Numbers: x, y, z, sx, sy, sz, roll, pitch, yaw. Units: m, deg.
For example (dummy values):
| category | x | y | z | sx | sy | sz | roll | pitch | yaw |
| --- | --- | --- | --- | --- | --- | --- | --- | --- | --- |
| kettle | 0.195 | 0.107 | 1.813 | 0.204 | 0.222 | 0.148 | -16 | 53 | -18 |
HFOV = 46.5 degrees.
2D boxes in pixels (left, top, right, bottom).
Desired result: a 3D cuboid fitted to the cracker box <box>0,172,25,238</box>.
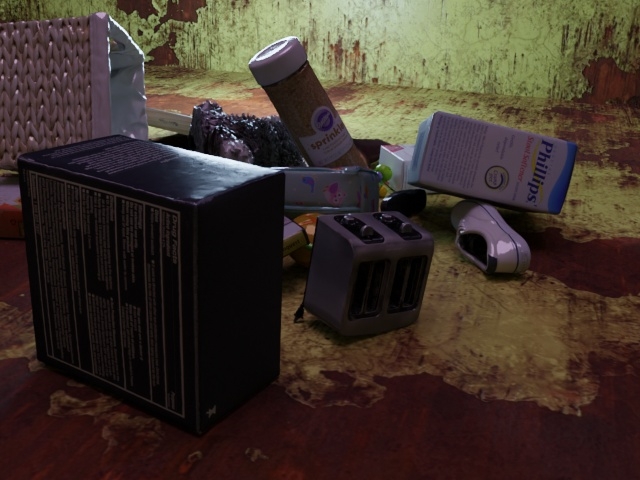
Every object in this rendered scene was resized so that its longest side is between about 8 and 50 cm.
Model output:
| category | x | y | z | sx | sy | sz | roll | pitch | yaw |
| --- | --- | --- | --- | --- | --- | --- | --- | --- | --- |
| cracker box | -0.617 | -0.074 | 1.530 | 0.156 | 0.067 | 0.232 | 3 | 22 | 2 |

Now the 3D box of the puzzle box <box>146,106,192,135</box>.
| category | x | y | z | sx | sy | sz | roll | pitch | yaw |
| --- | --- | --- | --- | --- | --- | --- | --- | --- | --- |
| puzzle box | -0.340 | -0.316 | 2.093 | 0.409 | 0.052 | 0.272 | 17 | 9 | 34 |

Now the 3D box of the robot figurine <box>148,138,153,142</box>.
| category | x | y | z | sx | sy | sz | roll | pitch | yaw |
| --- | --- | --- | --- | --- | --- | --- | --- | --- | --- |
| robot figurine | -0.547 | -0.252 | 1.971 | 0.211 | 0.084 | 0.291 | -2 | 21 | -10 |

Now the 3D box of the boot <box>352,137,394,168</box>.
| category | x | y | z | sx | sy | sz | roll | pitch | yaw |
| --- | --- | --- | --- | --- | --- | --- | --- | --- | --- |
| boot | 0.124 | -0.234 | 1.973 | 0.207 | 0.090 | 0.248 | -11 | 21 | -25 |

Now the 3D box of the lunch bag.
| category | x | y | z | sx | sy | sz | roll | pitch | yaw |
| --- | --- | --- | --- | --- | --- | --- | --- | --- | --- |
| lunch bag | -0.004 | -0.094 | 1.512 | 0.224 | 0.107 | 0.279 | 0 | 2 | 15 |

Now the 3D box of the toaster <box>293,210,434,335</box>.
| category | x | y | z | sx | sy | sz | roll | pitch | yaw |
| --- | --- | --- | --- | --- | --- | --- | --- | --- | --- |
| toaster | 0.068 | 0.053 | 1.139 | 0.168 | 0.185 | 0.110 | -4 | 23 | -35 |

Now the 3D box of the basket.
| category | x | y | z | sx | sy | sz | roll | pitch | yaw |
| --- | --- | --- | --- | --- | --- | --- | --- | --- | --- |
| basket | -0.551 | -0.298 | 1.671 | 0.267 | 0.331 | 0.328 | -4 | -1 | 1 |

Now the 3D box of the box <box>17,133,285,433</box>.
| category | x | y | z | sx | sy | sz | roll | pitch | yaw |
| --- | --- | --- | --- | --- | --- | --- | --- | --- | --- |
| box | -0.211 | 0.041 | 0.961 | 0.294 | 0.296 | 0.183 | 16 | 25 | 30 |

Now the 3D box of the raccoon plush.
| category | x | y | z | sx | sy | sz | roll | pitch | yaw |
| --- | --- | --- | --- | --- | --- | --- | --- | --- | --- |
| raccoon plush | -0.119 | -0.168 | 1.656 | 0.299 | 0.216 | 0.446 | 0 | 24 | -21 |

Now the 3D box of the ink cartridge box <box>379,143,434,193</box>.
| category | x | y | z | sx | sy | sz | roll | pitch | yaw |
| --- | --- | --- | --- | --- | --- | --- | --- | --- | --- |
| ink cartridge box | 0.273 | -0.180 | 1.851 | 0.218 | 0.092 | 0.158 | -3 | 22 | -17 |

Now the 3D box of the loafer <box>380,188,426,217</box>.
| category | x | y | z | sx | sy | sz | roll | pitch | yaw |
| --- | --- | --- | --- | --- | --- | --- | --- | --- | --- |
| loafer | 0.171 | -0.080 | 1.638 | 0.061 | 0.062 | 0.170 | 6 | 10 | 33 |

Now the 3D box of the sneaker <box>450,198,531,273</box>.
| category | x | y | z | sx | sy | sz | roll | pitch | yaw |
| --- | --- | --- | --- | --- | --- | --- | --- | --- | --- |
| sneaker | 0.299 | -0.015 | 1.422 | 0.091 | 0.094 | 0.258 | -2 | 21 | -17 |

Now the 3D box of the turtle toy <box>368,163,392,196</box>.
| category | x | y | z | sx | sy | sz | roll | pitch | yaw |
| --- | --- | --- | --- | --- | --- | --- | --- | --- | --- |
| turtle toy | 0.117 | -0.144 | 1.776 | 0.130 | 0.066 | 0.095 | -14 | 26 | -35 |

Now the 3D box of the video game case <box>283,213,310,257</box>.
| category | x | y | z | sx | sy | sz | roll | pitch | yaw |
| --- | --- | --- | --- | --- | --- | --- | --- | --- | --- |
| video game case | -0.187 | 0.004 | 1.299 | 0.248 | 0.035 | 0.275 | -29 | 31 | -17 |

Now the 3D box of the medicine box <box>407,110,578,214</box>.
| category | x | y | z | sx | sy | sz | roll | pitch | yaw |
| --- | --- | --- | --- | --- | --- | --- | --- | --- | --- |
| medicine box | 0.345 | -0.156 | 1.560 | 0.290 | 0.149 | 0.263 | 13 | 4 | 1 |

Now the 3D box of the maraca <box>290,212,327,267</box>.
| category | x | y | z | sx | sy | sz | roll | pitch | yaw |
| --- | --- | --- | --- | --- | --- | --- | --- | --- | --- |
| maraca | 0.000 | 0.000 | 1.359 | 0.127 | 0.099 | 0.186 | 27 | 12 | 17 |

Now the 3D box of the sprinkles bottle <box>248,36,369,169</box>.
| category | x | y | z | sx | sy | sz | roll | pitch | yaw |
| --- | --- | --- | --- | --- | --- | --- | --- | --- | --- |
| sprinkles bottle | -0.019 | -0.264 | 1.633 | 0.121 | 0.355 | 0.121 | -25 | 28 | 14 |
